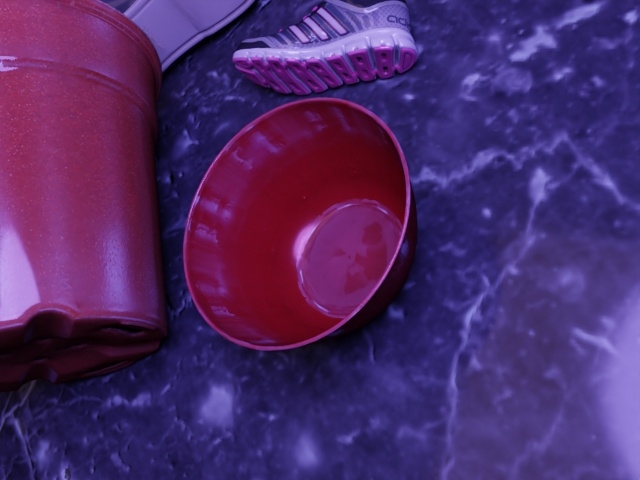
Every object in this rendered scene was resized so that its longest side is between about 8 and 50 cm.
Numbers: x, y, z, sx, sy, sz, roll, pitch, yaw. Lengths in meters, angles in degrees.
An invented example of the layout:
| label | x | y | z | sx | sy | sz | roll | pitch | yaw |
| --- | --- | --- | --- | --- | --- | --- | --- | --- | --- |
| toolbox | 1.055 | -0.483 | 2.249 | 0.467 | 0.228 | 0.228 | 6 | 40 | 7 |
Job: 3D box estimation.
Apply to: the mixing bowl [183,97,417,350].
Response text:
| label | x | y | z | sx | sy | sz | roll | pitch | yaw |
| --- | --- | --- | --- | --- | --- | --- | --- | --- | --- |
| mixing bowl | 0.000 | 0.000 | 0.488 | 0.181 | 0.098 | 0.182 | -13 | 64 | 28 |

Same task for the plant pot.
| label | x | y | z | sx | sy | sz | roll | pitch | yaw |
| --- | --- | --- | --- | --- | --- | --- | --- | --- | --- |
| plant pot | -0.251 | -0.024 | 0.573 | 0.272 | 0.272 | 0.265 | -24 | 69 | 23 |

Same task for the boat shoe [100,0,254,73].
| label | x | y | z | sx | sy | sz | roll | pitch | yaw |
| --- | --- | --- | --- | --- | --- | --- | --- | --- | --- |
| boat shoe | -0.204 | -0.222 | 0.709 | 0.335 | 0.112 | 0.096 | -28 | 41 | 14 |

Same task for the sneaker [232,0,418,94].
| label | x | y | z | sx | sy | sz | roll | pitch | yaw |
| --- | --- | --- | --- | --- | --- | --- | --- | --- | --- |
| sneaker | 0.004 | -0.177 | 0.579 | 0.170 | 0.063 | 0.075 | -2 | 71 | 27 |
